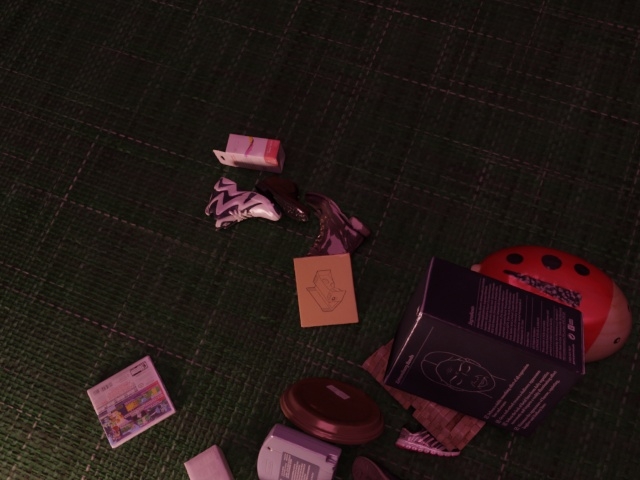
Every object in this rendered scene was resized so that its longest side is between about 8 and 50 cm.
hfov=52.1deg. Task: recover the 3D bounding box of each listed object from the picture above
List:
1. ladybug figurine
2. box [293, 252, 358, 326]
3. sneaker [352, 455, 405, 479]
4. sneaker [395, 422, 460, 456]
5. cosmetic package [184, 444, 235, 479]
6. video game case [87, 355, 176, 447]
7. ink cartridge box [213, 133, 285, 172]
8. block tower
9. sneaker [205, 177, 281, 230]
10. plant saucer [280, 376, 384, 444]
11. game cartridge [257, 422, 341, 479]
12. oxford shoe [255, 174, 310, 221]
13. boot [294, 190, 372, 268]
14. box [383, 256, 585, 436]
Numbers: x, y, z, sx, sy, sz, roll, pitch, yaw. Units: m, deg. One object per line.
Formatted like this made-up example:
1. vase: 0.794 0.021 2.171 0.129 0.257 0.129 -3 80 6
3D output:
1. ladybug figurine: 0.621 0.160 1.767 0.450 0.162 0.304 19 76 11
2. box: 0.016 0.140 1.861 0.165 0.021 0.201 -6 95 9
3. sneaker: 0.186 0.646 1.712 0.222 0.118 0.083 32 98 42
4. sneaker: 0.288 0.527 1.737 0.171 0.063 0.074 10 70 6
5. cosmetic package: -0.264 0.668 1.716 0.099 0.060 0.239 -31 54 -2
6. video game case: -0.536 0.456 1.862 0.201 0.023 0.183 -30 72 -5
7. ink cartridge box: -0.216 -0.268 2.005 0.198 0.115 0.067 9 75 8
8. block tower: 0.270 0.405 1.739 0.335 0.097 0.091 41 44 19
9. sneaker: -0.243 -0.077 1.962 0.235 0.094 0.153 28 79 13
10. plant saucer: 0.034 0.429 1.691 0.278 0.278 0.041 17 105 10
11. game cartridge: -0.061 0.577 1.653 0.198 0.297 0.062 22 44 13
12. oxford shoe: -0.095 -0.135 1.945 0.096 0.082 0.227 -40 53 -14
13. boot: 0.000 0.000 1.920 0.263 0.091 0.229 37 88 22
14. box: 0.398 0.267 1.629 0.396 0.293 0.211 21 42 2
